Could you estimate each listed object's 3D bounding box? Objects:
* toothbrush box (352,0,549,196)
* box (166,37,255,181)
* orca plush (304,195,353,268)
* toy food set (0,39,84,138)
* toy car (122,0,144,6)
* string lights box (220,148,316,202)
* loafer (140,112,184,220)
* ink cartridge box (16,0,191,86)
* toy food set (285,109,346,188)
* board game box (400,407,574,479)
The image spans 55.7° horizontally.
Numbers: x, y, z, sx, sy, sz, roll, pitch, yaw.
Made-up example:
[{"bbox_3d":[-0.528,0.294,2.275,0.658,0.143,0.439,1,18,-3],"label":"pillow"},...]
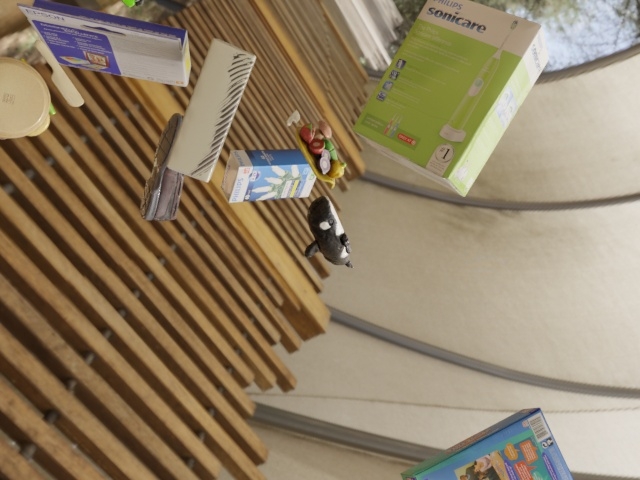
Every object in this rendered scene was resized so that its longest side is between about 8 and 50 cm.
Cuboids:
[{"bbox_3d":[0.223,-0.253,1.046,0.206,0.122,0.283,32,-85,29],"label":"toothbrush box"},{"bbox_3d":[-0.224,-0.268,1.252,0.113,0.094,0.275,-108,-140,-73],"label":"box"},{"bbox_3d":[0.000,0.000,1.451,0.102,0.151,0.287,-28,163,-4],"label":"orca plush"},{"bbox_3d":[-0.488,-0.219,0.947,0.192,0.132,0.038,-38,-148,-20],"label":"toy food set"},{"bbox_3d":[-0.352,-0.597,1.324,0.225,0.239,0.053,-39,-142,-6],"label":"toy car"},{"bbox_3d":[-0.142,-0.188,1.730,0.259,0.077,0.133,-7,140,-31],"label":"string lights box"},{"bbox_3d":[-0.381,-0.183,1.568,0.303,0.095,0.109,-64,-143,23],"label":"loafer"},{"bbox_3d":[-0.435,-0.426,1.283,0.307,0.303,0.072,152,-53,-77],"label":"ink cartridge box"},{"bbox_3d":[0.002,-0.240,1.526,0.071,0.218,0.128,-26,-169,22],"label":"toy food set"},{"bbox_3d":[0.230,0.334,0.785,0.210,0.160,0.047,-18,168,-21],"label":"board game box"}]
